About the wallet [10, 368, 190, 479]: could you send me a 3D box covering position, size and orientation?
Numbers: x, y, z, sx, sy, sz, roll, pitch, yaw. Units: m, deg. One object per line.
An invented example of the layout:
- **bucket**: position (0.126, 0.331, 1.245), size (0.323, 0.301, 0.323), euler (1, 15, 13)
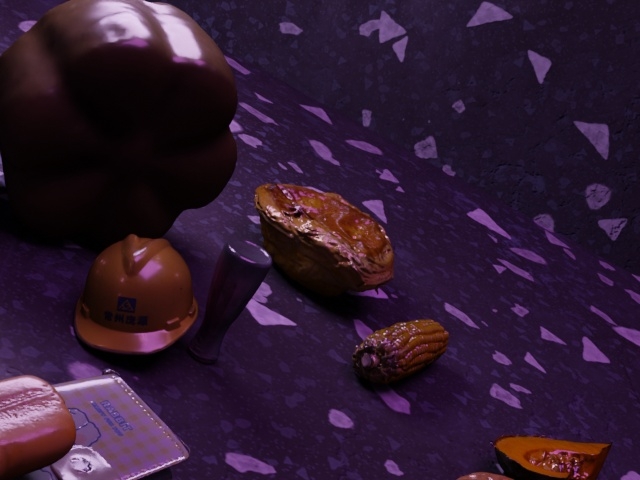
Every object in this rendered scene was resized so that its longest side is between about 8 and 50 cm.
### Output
- **wallet**: position (-0.352, 0.275, 1.601), size (0.309, 0.077, 0.223), euler (-9, 44, -47)

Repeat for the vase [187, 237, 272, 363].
- **vase**: position (-0.161, 0.106, 2.046), size (0.086, 0.214, 0.086), euler (23, 21, -9)

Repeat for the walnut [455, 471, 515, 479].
- **walnut**: position (0.277, 0.451, 1.895), size (0.207, 0.159, 0.159), euler (35, 22, 14)

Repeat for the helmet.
- **helmet**: position (-0.302, 0.066, 1.998), size (0.205, 0.140, 0.257), euler (8, 24, 3)

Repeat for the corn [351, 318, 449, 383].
- **corn**: position (0.164, 0.211, 2.365), size (0.115, 0.115, 0.318), euler (37, 22, 20)

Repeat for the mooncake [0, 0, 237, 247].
- **mooncake**: position (-0.368, -0.205, 2.195), size (0.467, 0.467, 0.262), euler (14, 27, -33)

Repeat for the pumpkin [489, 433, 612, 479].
- **pumpkin**: position (0.406, 0.419, 2.225), size (0.163, 0.111, 0.278), euler (22, 17, 29)

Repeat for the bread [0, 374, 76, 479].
- **bread**: position (-0.392, 0.238, 1.479), size (0.173, 0.085, 0.134), euler (-11, 42, -44)

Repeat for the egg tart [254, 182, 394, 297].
- **egg tart**: position (0.000, 0.000, 2.580), size (0.351, 0.153, 0.339), euler (31, 20, 6)
